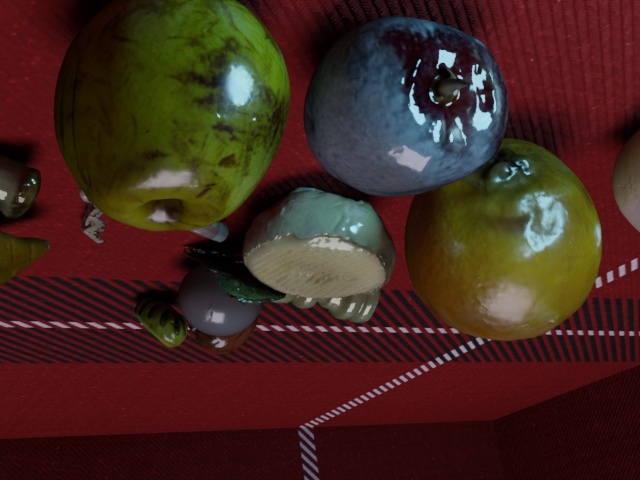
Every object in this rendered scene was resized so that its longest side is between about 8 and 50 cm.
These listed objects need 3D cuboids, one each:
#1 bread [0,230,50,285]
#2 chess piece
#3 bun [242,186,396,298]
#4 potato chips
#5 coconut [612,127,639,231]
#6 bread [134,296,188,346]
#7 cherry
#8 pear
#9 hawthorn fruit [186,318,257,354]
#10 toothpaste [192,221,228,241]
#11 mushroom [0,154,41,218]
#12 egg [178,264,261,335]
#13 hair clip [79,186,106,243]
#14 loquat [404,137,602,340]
[{"bbox_3d":[-0.589,-0.021,1.518,0.233,0.245,0.362,6,-159,18],"label":"bread"},{"bbox_3d":[-0.012,0.088,2.044,0.243,0.133,0.133,10,154,-26],"label":"chess piece"},{"bbox_3d":[0.000,0.000,1.774,0.287,0.146,0.287,4,152,2],"label":"bun"},{"bbox_3d":[-0.152,0.066,1.866,0.202,0.029,0.220,21,-168,-18],"label":"potato chips"},{"bbox_3d":[0.589,-0.097,1.650,0.224,0.224,0.234,-3,147,-13],"label":"coconut"},{"bbox_3d":[-0.334,0.172,2.152,0.071,0.130,0.139,-51,167,-9],"label":"bread"},{"bbox_3d":[0.104,-0.163,1.277,0.254,0.218,0.296,-4,166,-29],"label":"cherry"},{"bbox_3d":[-0.165,-0.147,1.154,0.283,0.284,0.283,-7,159,-3],"label":"pear"},{"bbox_3d":[-0.192,0.172,2.150,0.189,0.149,0.149,0,159,-8],"label":"hawthorn fruit"},{"bbox_3d":[-0.237,-0.041,1.733,0.056,0.036,0.205,-22,152,30],"label":"toothpaste"},{"bbox_3d":[-0.546,-0.100,1.390,0.333,0.087,0.107,11,148,-34],"label":"mushroom"},{"bbox_3d":[-0.196,0.116,1.999,0.146,0.147,0.198,-17,159,21],"label":"egg"},{"bbox_3d":[-0.376,-0.043,1.672,0.072,0.034,0.226,4,158,-20],"label":"hair clip"},{"bbox_3d":[0.293,0.001,1.638,0.328,0.329,0.328,-7,159,-3],"label":"loquat"}]
